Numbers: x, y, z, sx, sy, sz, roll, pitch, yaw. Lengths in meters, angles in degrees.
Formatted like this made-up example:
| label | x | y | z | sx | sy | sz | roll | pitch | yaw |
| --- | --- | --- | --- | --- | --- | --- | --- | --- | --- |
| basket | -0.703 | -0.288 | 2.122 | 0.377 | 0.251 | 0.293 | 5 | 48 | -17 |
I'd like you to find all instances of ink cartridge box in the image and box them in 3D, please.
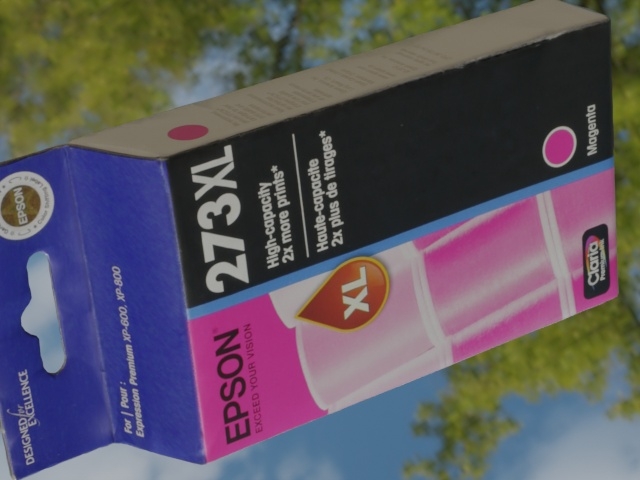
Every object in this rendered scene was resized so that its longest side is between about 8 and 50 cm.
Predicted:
| label | x | y | z | sx | sy | sz | roll | pitch | yaw |
| --- | --- | --- | --- | --- | --- | --- | --- | --- | --- |
| ink cartridge box | 0.000 | 0.000 | 0.944 | 0.371 | 0.175 | 0.069 | -18 | -153 | -25 |
